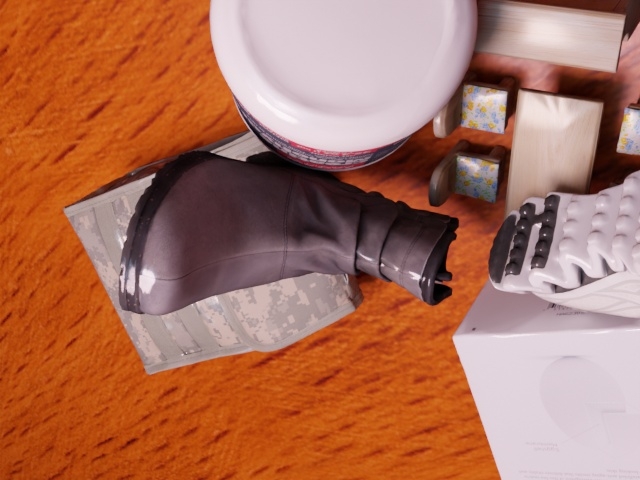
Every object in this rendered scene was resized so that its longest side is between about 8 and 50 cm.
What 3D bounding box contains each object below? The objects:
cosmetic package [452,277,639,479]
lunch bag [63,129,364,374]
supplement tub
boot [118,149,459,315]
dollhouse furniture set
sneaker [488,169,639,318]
[{"bbox_3d":[0.285,0.150,0.843,0.224,0.138,0.224,-7,113,34],"label":"cosmetic package"},{"bbox_3d":[-0.113,0.007,0.981,0.287,0.169,0.235,-16,105,29],"label":"lunch bag"},{"bbox_3d":[0.014,-0.158,0.704,0.191,0.272,0.191,0,90,-1],"label":"supplement tub"},{"bbox_3d":[0.000,0.000,0.713,0.223,0.338,0.118,19,113,16],"label":"boot"},{"bbox_3d":[0.201,-0.102,0.725,0.212,0.161,0.242,14,124,23],"label":"dollhouse furniture set"},{"bbox_3d":[0.266,0.008,0.653,0.118,0.110,0.292,31,161,-22],"label":"sneaker"}]
